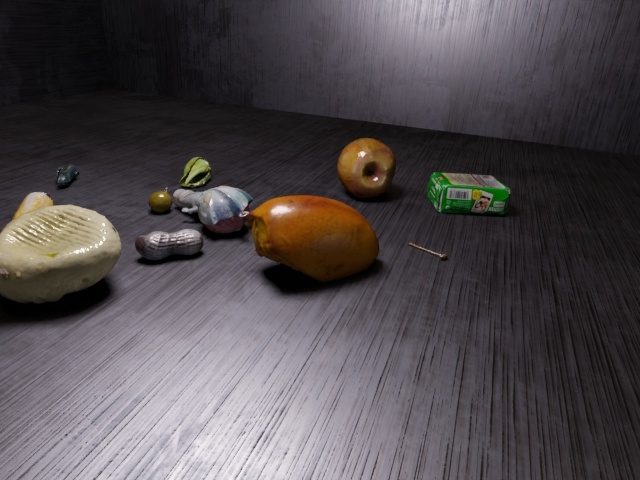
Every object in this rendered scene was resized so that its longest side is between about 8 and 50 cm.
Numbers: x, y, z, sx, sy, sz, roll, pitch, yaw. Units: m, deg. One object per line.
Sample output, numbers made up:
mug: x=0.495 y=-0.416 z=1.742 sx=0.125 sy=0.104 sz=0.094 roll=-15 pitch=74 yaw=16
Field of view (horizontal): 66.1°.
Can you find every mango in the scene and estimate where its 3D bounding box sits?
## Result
mango: x=0.000 y=0.000 z=1.204 sx=0.351 sy=0.199 sz=0.201 roll=7 pitch=51 yaw=-25

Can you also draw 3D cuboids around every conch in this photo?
conch: x=-0.448 y=-0.250 z=1.797 sx=0.095 sy=0.079 sz=0.200 roll=13 pitch=40 yaw=-11

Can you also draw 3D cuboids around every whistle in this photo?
whistle: x=-0.320 y=-0.100 z=1.440 sx=0.346 sy=0.133 sz=0.142 roll=14 pitch=65 yaw=43

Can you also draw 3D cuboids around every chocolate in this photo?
chocolate: x=-0.787 y=-0.054 z=1.324 sx=0.086 sy=0.085 sz=0.219 roll=-2 pitch=29 yaw=-12
chocolate: x=-0.379 y=0.009 z=1.240 sx=0.167 sy=0.072 sz=0.072 roll=-7 pitch=27 yaw=-27

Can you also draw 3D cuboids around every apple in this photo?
apple: x=0.164 y=-0.256 z=1.741 sx=0.211 sy=0.210 sz=0.188 roll=-2 pitch=24 yaw=-12

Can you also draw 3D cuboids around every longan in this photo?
longan: x=-0.488 y=-0.126 z=1.509 sx=0.075 sy=0.083 sz=0.075 roll=19 pitch=-11 yaw=4

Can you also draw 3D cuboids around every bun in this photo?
bun: x=-0.571 y=0.035 z=1.058 sx=0.260 sy=0.159 sz=0.259 roll=7 pitch=40 yaw=-6

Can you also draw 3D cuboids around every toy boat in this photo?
toy boat: x=-0.873 y=-0.218 z=1.683 sx=0.060 sy=0.055 sz=0.141 roll=6 pitch=24 yaw=-14

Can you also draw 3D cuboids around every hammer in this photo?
hammer: x=0.296 y=0.028 z=1.370 sx=0.029 sy=0.014 sz=0.123 roll=-9 pitch=23 yaw=-45

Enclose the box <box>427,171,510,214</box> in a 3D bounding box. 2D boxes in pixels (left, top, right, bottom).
box: x=0.513 y=-0.163 z=1.714 sx=0.250 sy=0.102 sz=0.180 roll=4 pitch=24 yaw=-3
